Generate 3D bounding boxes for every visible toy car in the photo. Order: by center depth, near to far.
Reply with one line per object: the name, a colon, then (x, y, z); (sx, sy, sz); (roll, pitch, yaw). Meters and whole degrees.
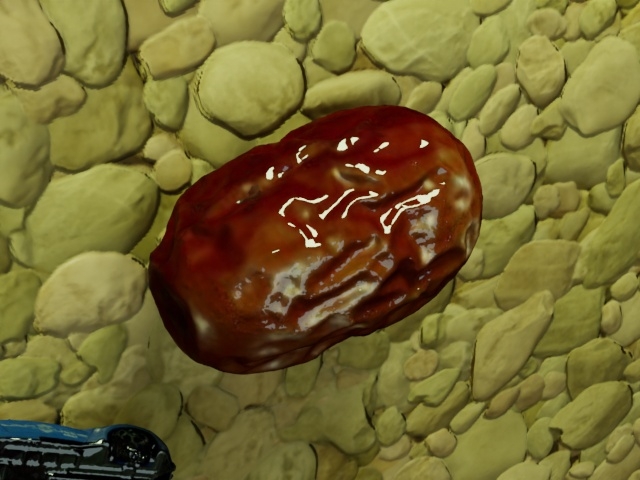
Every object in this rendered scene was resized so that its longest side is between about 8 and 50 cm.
toy car: (-0.218, 0.179, 0.823); (0.216, 0.063, 0.103); (11, 106, -25)

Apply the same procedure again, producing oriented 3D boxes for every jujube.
jujube: (0.000, 0.000, 0.798); (0.250, 0.174, 0.174); (-31, 127, -20)
